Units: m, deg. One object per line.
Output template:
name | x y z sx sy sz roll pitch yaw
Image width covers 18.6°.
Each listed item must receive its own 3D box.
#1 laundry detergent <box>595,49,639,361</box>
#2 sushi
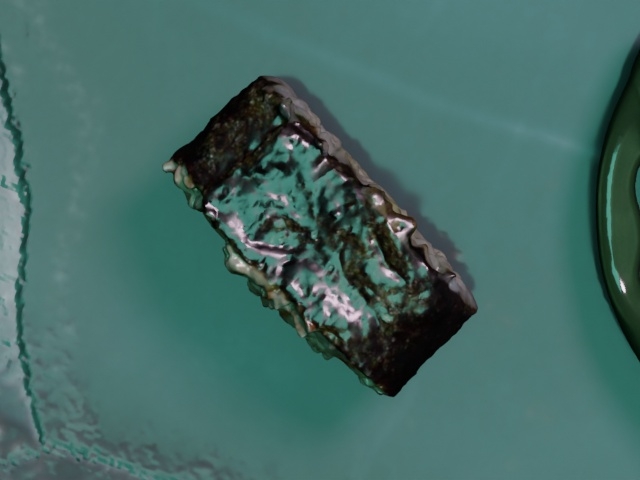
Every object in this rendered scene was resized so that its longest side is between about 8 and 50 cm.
laundry detergent | 0.192 0.009 0.901 0.137 0.063 0.210 9 98 7
sushi | 0.000 0.000 0.898 0.078 0.090 0.150 -44 89 3
